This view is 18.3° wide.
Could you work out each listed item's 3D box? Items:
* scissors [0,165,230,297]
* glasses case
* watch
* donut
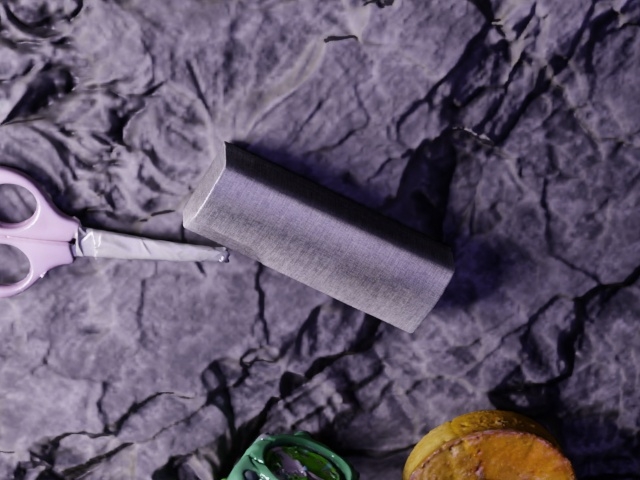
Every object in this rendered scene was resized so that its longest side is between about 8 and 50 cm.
[{"bbox_3d":[-0.176,0.001,1.540,0.212,0.021,0.110,5,114,-8],"label":"scissors"},{"bbox_3d":[0.000,0.000,1.542,0.205,0.047,0.071,25,114,-18],"label":"glasses case"},{"bbox_3d":[-0.025,0.249,1.605,0.165,0.131,0.152,32,117,20],"label":"watch"},{"bbox_3d":[0.136,0.204,1.656,0.152,0.058,0.152,-3,119,-5],"label":"donut"}]
